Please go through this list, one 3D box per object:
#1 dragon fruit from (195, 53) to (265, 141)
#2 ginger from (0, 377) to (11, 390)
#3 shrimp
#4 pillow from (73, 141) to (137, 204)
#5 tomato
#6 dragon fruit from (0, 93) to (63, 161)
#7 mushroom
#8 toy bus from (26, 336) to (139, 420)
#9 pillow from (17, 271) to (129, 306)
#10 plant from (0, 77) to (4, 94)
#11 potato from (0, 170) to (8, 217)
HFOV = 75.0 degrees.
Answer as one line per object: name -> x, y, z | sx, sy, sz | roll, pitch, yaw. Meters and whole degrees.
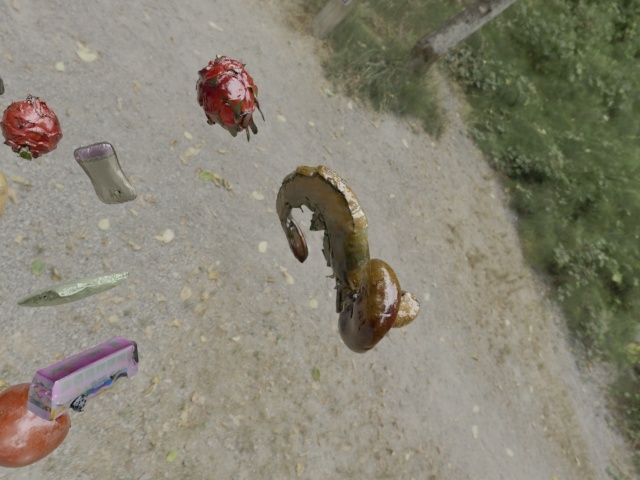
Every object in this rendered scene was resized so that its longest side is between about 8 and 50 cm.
dragon fruit -> -0.282, -0.432, 1.290 | 0.193, 0.192, 0.274 | -83, 159, -69
ginger -> -0.874, 0.336, 1.008 | 0.081, 0.333, 0.148 | -31, 110, -56
shrimp -> -0.001, 0.001, 0.644 | 0.058, 0.173, 0.253 | -43, 142, -41
pillow -> -0.719, -0.220, 1.399 | 0.038, 0.130, 0.233 | -114, -168, -50
tomato -> -0.990, 0.616, 1.383 | 0.265, 0.265, 0.265 | 32, 41, -33
dragon fruit -> -0.956, -0.370, 1.386 | 0.172, 0.172, 0.210 | 16, 91, -45
mushroom -> 0.166, 0.189, 1.204 | 0.267, 0.254, 0.267 | -7, 90, -83
toy bus -> -0.588, 0.343, 1.067 | 0.090, 0.112, 0.274 | 17, 12, 16
pillow -> -0.901, 0.183, 1.530 | 0.274, 0.280, 0.076 | -20, 97, -62
plant -> -0.824, -0.406, 0.942 | 0.129, 0.194, 0.132 | 17, 56, 7
potato -> -0.817, -0.079, 0.962 | 0.128, 0.234, 0.161 | -53, 124, -70
